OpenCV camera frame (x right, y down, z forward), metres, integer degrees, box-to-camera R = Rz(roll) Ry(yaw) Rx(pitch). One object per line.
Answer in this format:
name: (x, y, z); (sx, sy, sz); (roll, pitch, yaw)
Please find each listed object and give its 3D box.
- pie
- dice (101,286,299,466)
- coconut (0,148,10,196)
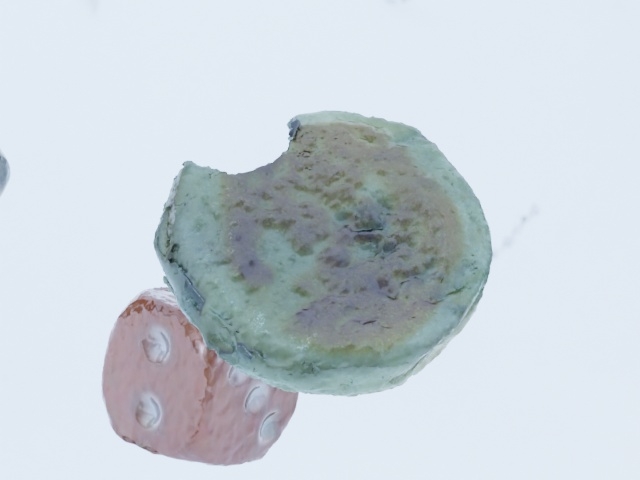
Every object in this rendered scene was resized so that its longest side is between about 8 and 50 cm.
pie: (0.005, 0.005, 1.413); (0.302, 0.067, 0.302); (0, 53, -1)
dice: (-0.140, 0.157, 1.884); (0.175, 0.179, 0.174); (21, 10, 36)
coconut: (-0.491, -0.081, 2.017); (0.222, 0.202, 0.202); (1, 19, 21)
